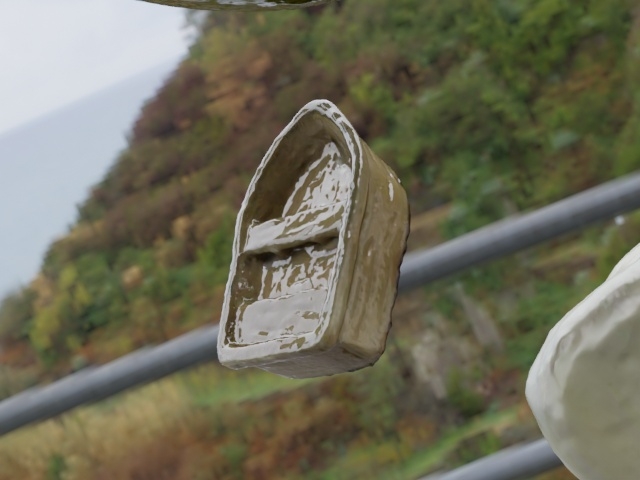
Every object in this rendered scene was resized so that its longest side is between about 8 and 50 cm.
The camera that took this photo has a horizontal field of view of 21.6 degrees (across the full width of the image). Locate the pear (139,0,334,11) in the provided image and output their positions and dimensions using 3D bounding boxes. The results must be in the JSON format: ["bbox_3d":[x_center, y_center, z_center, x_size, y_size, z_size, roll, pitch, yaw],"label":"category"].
[{"bbox_3d":[-0.076,-0.301,0.985,0.352,0.352,0.413,-29,39,-34],"label":"pear"}]

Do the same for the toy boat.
[{"bbox_3d":[0.000,0.000,1.110,0.061,0.188,0.116,28,-28,-37],"label":"toy boat"}]

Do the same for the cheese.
[{"bbox_3d":[0.254,0.085,1.167,0.248,0.173,0.251,-41,0,-14],"label":"cheese"}]
